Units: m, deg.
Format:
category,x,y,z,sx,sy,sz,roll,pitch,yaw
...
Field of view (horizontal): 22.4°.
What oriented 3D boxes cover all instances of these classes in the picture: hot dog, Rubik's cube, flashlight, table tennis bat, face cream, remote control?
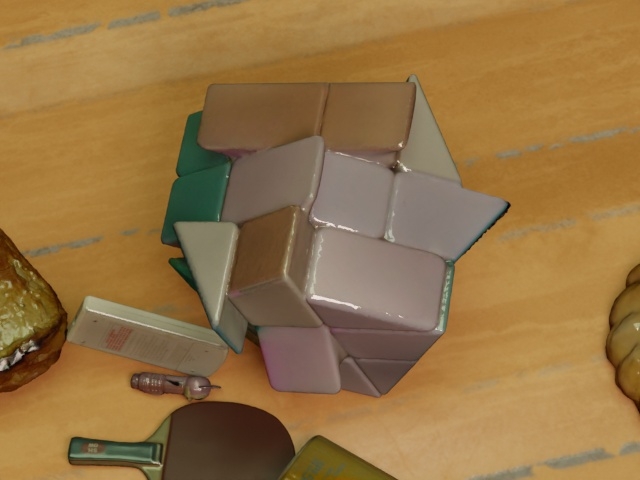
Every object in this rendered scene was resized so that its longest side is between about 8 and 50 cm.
category,x,y,z,sx,sy,sz,roll,pitch,yaw
hot dog,-0.424,0.079,2.009,0.175,0.114,0.259,-32,63,-11
Rubik's cube,0.000,0.000,1.905,0.368,0.387,0.358,15,64,-9
flashlight,-0.179,0.180,1.982,0.110,0.052,0.031,4,87,13
table tennis bat,-0.166,0.261,1.941,0.274,0.021,0.154,4,60,3
face cream,0.079,0.342,1.851,0.285,0.067,0.139,29,58,15
remote control,-0.205,0.118,1.955,0.190,0.087,0.029,16,53,-14

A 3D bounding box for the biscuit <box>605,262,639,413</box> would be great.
category,x,y,z,sx,sy,sz,roll,pitch,yaw
biscuit,0.511,0.117,1.952,0.326,0.107,0.325,-1,56,2
